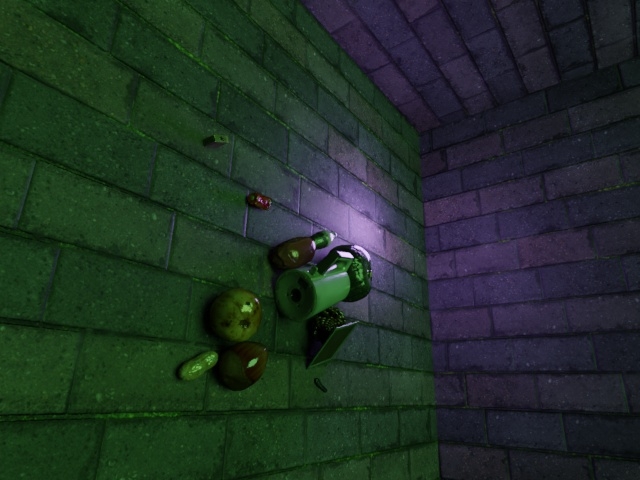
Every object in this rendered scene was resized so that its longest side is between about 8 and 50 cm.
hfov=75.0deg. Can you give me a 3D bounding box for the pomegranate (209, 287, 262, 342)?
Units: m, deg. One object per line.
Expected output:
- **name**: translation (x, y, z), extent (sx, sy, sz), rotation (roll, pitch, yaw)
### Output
- **pomegranate**: translation (-0.343, 0.300, 1.693), extent (0.215, 0.215, 0.216), rotation (22, 62, -49)

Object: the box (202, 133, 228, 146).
- **box**: translation (-0.465, -0.442, 1.856), extent (0.079, 0.083, 0.035), rotation (-12, 90, -56)

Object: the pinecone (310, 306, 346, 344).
- **pinecone**: translation (0.048, 0.438, 2.212), extent (0.169, 0.185, 0.212), rotation (57, 16, 7)

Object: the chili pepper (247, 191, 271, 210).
- **chili pepper**: translation (-0.298, -0.193, 2.024), extent (0.123, 0.073, 0.070), rotation (20, 21, -53)

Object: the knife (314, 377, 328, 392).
- **knife**: translation (0.004, 0.760, 2.182), extent (0.121, 0.018, 0.031), rotation (54, 43, -31)

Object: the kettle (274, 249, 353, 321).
- **kettle**: translation (-0.002, 0.200, 2.098), extent (0.376, 0.250, 0.361), rotation (-9, 131, -58)

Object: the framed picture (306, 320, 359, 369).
- **framed picture**: translation (0.062, 0.537, 2.163), extent (0.019, 0.296, 0.232), rotation (44, 23, 27)

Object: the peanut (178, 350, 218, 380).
- **peanut**: translation (-0.457, 0.471, 1.578), extent (0.174, 0.080, 0.080), rotation (-25, 100, -54)

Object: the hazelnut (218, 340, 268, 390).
- **hazelnut**: translation (-0.317, 0.493, 1.685), extent (0.186, 0.210, 0.210), rotation (17, 62, -20)

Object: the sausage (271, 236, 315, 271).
- **sausage**: translation (-0.132, 0.063, 2.103), extent (0.279, 0.152, 0.152), rotation (-21, 96, -55)

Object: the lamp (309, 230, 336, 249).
- **lamp**: translation (0.000, 0.000, 2.356), extent (0.250, 0.101, 0.101), rotation (-25, 100, -42)

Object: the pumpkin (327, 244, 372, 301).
- **pumpkin**: translation (0.168, 0.188, 2.393), extent (0.291, 0.257, 0.328), rotation (-25, 110, -70)
